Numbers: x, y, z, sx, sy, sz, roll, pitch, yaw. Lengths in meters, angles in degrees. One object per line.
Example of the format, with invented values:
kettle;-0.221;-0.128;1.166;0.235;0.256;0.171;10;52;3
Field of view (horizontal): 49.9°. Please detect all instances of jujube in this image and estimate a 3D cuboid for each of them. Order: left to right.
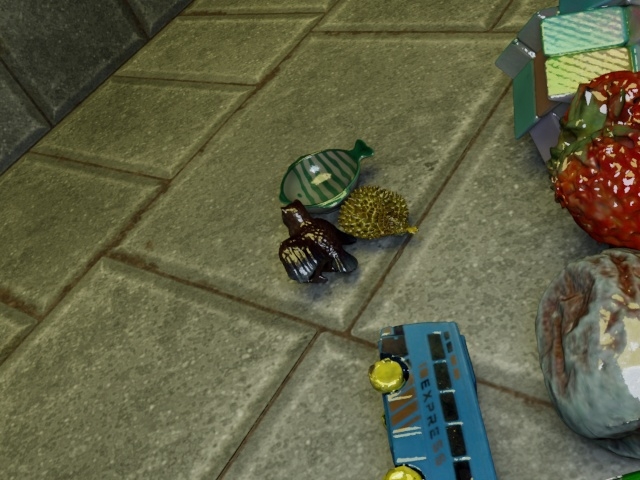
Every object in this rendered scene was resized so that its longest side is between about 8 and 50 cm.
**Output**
jujube;0.440;0.152;0.997;0.215;0.246;0.308;19;54;-10

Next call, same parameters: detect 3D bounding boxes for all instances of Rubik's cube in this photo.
Rubik's cube;0.564;-0.335;1.362;0.368;0.358;0.387;37;65;2

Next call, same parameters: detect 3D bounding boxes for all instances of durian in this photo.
durian;0.123;-0.056;1.468;0.146;0.102;0.208;-32;41;-30

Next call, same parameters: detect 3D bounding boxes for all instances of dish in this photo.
dish;0.022;-0.134;1.625;0.246;0.078;0.224;-33;41;-5

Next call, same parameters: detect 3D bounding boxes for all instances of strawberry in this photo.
strawberry;0.550;-0.100;1.127;0.351;0.267;0.312;19;59;-11

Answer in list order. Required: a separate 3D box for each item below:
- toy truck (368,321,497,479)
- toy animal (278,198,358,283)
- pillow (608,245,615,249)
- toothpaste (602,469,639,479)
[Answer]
toy truck;0.171;0.304;1.036;0.162;0.161;0.385;-10;42;6
toy animal;-0.005;-0.007;1.436;0.116;0.180;0.218;-19;11;43
pillow;0.599;0.027;1.173;0.208;0.055;0.141;5;41;31
toothpaste;0.411;0.354;0.940;0.247;0.047;0.078;-20;39;11
